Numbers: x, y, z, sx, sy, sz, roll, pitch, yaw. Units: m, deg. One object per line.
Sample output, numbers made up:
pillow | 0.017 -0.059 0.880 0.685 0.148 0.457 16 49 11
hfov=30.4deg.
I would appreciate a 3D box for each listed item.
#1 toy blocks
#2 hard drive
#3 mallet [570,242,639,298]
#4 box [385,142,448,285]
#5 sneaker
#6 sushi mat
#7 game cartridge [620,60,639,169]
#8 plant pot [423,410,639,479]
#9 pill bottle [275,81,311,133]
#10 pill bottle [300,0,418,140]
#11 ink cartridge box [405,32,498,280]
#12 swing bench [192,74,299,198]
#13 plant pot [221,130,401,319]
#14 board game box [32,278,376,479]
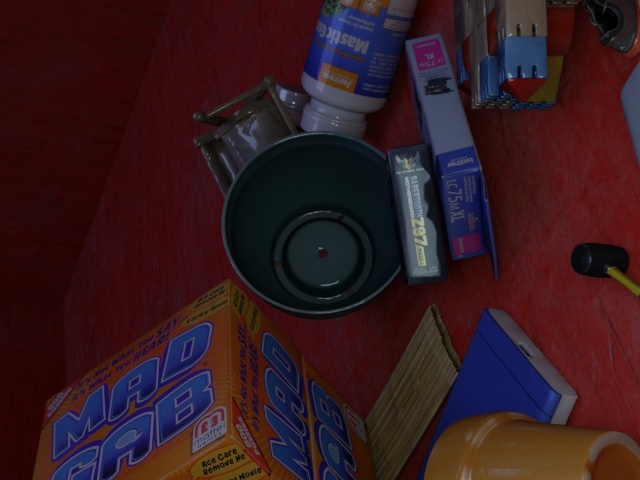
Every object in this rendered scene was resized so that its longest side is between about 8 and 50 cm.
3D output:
toy blocks | 0.242 -0.280 1.473 0.381 0.191 0.261 141 128 -84
hard drive | 0.211 0.276 1.519 0.210 0.040 0.319 -124 48 -58
mallet | 0.355 0.056 1.283 0.189 0.062 0.039 41 122 47
box | 0.131 -0.032 1.636 0.232 0.059 0.183 47 -146 -87
sneaker | 0.343 -0.291 1.392 0.061 0.065 0.158 129 143 -50
sushi mat | 0.124 0.255 1.761 0.151 0.019 0.316 -107 34 -48
game cartridge | 0.416 -0.169 1.191 0.297 0.062 0.198 128 140 -49
plant pot | 0.247 0.278 1.262 0.188 0.205 0.205 -20 62 48
pill bottle | -0.073 -0.190 2.270 0.117 0.117 0.215 -129 51 -61
pill bottle | 0.055 -0.304 1.966 0.152 0.152 0.272 -128 51 -60
ink cartridge box | 0.178 -0.112 1.614 0.186 0.065 0.311 74 -178 -52
swing bench | -0.105 -0.126 2.117 0.253 0.165 0.255 62 173 3
plant pot | 0.000 0.000 1.869 0.196 0.293 0.293 83 -173 -71
board game box | -0.156 0.354 1.663 0.356 0.356 0.356 -34 28 14
